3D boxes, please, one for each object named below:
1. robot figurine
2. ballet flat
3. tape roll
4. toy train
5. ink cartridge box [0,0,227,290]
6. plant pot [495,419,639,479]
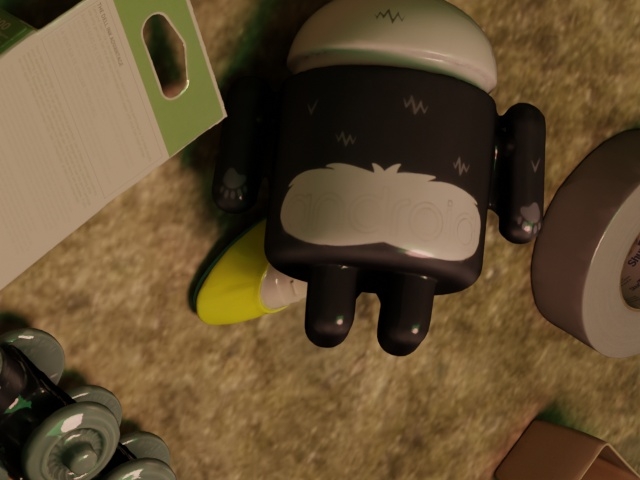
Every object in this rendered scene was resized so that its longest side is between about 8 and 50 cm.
[{"bbox_3d":[0.047,-0.055,1.520,0.209,0.173,0.278,15,76,-40],"label":"robot figurine"},{"bbox_3d":[0.000,0.000,1.622,0.231,0.077,0.077,-39,139,-21],"label":"ballet flat"},{"bbox_3d":[0.308,0.003,1.943,0.219,0.072,0.219,-25,130,-34],"label":"tape roll"},{"bbox_3d":[-0.208,0.207,1.508,0.190,0.142,0.334,-42,139,-3],"label":"toy train"},{"bbox_3d":[-0.187,-0.091,1.391,0.235,0.056,0.171,-41,138,-24],"label":"ink cartridge box"},{"bbox_3d":[0.246,0.246,2.018,0.109,0.096,0.109,-53,139,-6],"label":"plant pot"}]
